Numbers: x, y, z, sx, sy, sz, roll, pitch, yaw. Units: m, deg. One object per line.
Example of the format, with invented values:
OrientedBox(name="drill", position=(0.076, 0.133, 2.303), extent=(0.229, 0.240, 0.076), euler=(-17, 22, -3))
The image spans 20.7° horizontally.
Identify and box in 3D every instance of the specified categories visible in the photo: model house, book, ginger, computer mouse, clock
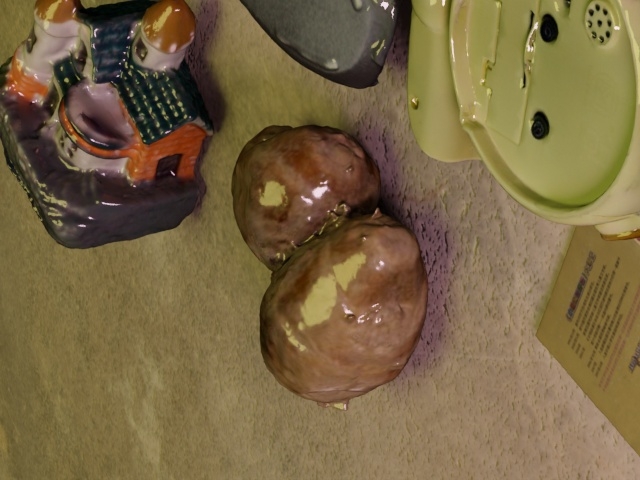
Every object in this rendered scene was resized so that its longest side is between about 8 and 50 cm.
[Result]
OrientedBox(name="model house", position=(-0.241, -0.181, 2.019), extent=(0.271, 0.190, 0.301), euler=(65, 148, 23))
OrientedBox(name="book", position=(0.254, 0.080, 1.439), extent=(0.192, 0.013, 0.168), euler=(52, 142, 37))
OrientedBox(name="ginger", position=(0.000, 0.000, 1.734), extent=(0.244, 0.155, 0.304), euler=(119, 139, -60))
OrientedBox(name="computer mouse", position=(-0.019, -0.302, 1.657), extent=(0.374, 0.114, 0.203), euler=(52, 141, 24))
OrientedBox(name="clock", position=(0.204, -0.142, 1.328), extent=(0.348, 0.117, 0.286), euler=(40, 135, 47))
